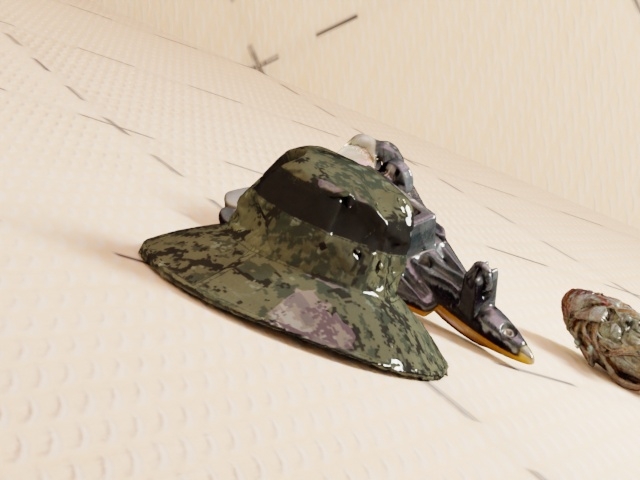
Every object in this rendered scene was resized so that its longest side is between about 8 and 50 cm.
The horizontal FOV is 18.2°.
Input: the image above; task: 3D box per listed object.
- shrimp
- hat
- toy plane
[{"bbox_3d":[0.278,0.095,1.810,0.073,0.075,0.190,54,-1,-34],"label":"shrimp"},{"bbox_3d":[0.000,0.000,1.528,0.265,0.128,0.265,21,12,-5],"label":"hat"},{"bbox_3d":[0.075,0.009,1.747,0.204,0.103,0.316,-25,40,-32],"label":"toy plane"}]
